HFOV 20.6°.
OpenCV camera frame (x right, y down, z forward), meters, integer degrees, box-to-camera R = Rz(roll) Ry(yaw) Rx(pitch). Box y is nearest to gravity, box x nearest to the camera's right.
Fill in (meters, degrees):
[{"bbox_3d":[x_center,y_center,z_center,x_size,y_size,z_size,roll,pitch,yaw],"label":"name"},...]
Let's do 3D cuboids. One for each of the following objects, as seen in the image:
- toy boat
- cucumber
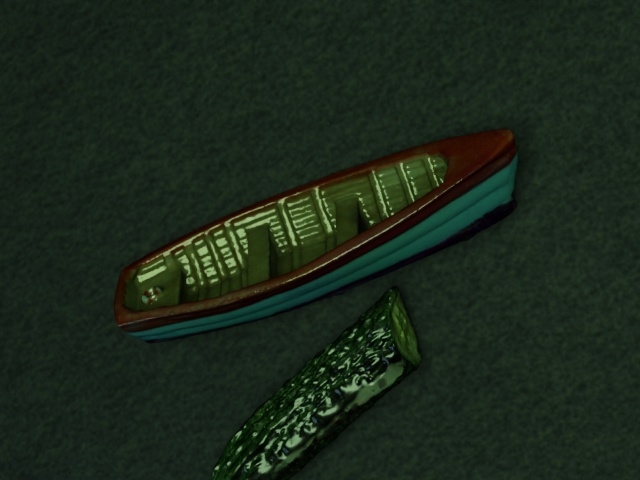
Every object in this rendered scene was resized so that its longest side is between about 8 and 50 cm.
[{"bbox_3d":[0.000,0.000,1.578,0.392,0.136,0.079,-20,125,12],"label":"toy boat"},{"bbox_3d":[-0.008,0.152,1.607,0.265,0.077,0.077,-41,84,14],"label":"cucumber"}]
